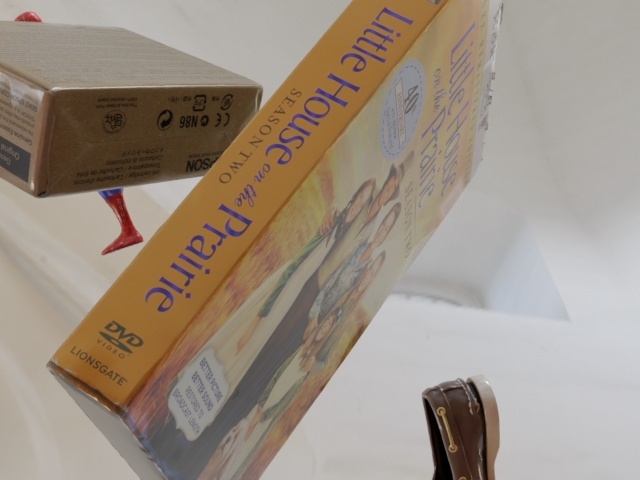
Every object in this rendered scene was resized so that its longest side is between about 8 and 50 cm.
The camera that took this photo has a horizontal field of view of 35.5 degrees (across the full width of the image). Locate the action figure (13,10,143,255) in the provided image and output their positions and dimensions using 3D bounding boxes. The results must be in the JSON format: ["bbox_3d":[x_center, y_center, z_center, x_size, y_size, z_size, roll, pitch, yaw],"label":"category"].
[{"bbox_3d":[-0.306,-0.108,1.098,0.139,0.091,0.280,-20,-87,-12],"label":"action figure"}]

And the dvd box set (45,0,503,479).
[{"bbox_3d":[0.000,0.000,0.743,0.062,0.420,0.307,29,-24,19],"label":"dvd box set"}]

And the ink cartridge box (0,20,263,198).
[{"bbox_3d":[-0.197,-0.117,0.834,0.193,0.234,0.088,26,-67,32],"label":"ink cartridge box"}]

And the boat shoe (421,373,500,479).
[{"bbox_3d":[0.201,0.352,1.434,0.096,0.116,0.324,-8,-74,-11],"label":"boat shoe"}]
